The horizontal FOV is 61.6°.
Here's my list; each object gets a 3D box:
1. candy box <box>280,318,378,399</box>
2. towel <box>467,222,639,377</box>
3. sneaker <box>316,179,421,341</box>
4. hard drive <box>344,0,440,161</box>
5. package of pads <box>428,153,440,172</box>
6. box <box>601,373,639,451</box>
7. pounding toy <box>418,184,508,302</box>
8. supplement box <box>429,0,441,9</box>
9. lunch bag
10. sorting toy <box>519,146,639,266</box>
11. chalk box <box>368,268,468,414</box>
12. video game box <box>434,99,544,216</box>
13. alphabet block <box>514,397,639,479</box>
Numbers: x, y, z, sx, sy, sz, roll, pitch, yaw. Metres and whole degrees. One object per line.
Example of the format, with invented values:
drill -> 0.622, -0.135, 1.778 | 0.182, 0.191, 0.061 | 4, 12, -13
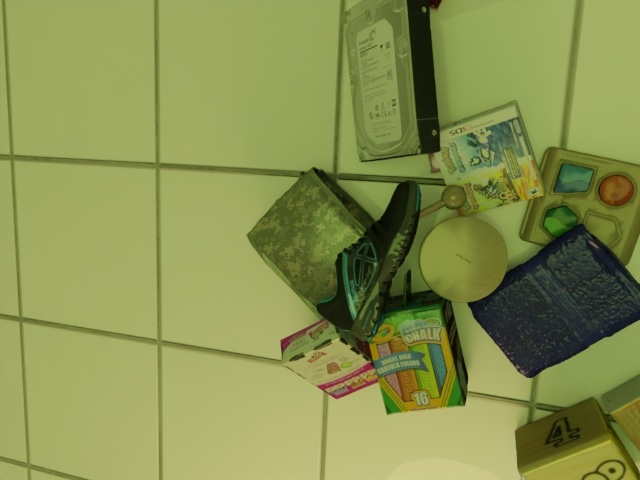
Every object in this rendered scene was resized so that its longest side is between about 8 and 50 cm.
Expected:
candy box -> 0.037, 0.278, 1.263 | 0.159, 0.071, 0.233 | -28, 134, 19
towel -> 0.501, 0.133, 1.148 | 0.308, 0.076, 0.227 | -41, 84, 26
sneaker -> 0.102, 0.029, 1.088 | 0.139, 0.125, 0.341 | 23, 93, 15
hard drive -> 0.143, -0.343, 1.131 | 0.064, 0.237, 0.339 | -9, 98, -26
package of pads -> 0.285, -0.183, 1.203 | 0.083, 0.032, 0.050 | -9, 99, 19
box -> 0.709, 0.351, 1.120 | 0.170, 0.091, 0.130 | -40, 85, 19
pounding toy -> 0.291, 0.015, 1.174 | 0.183, 0.110, 0.237 | -33, 88, 9
supplement box -> 0.203, -0.555, 1.085 | 0.104, 0.188, 0.081 | 25, 98, 13
lunch bag -> 0.000, 0.000, 1.251 | 0.287, 0.169, 0.235 | 46, 107, 2
sorting toy -> 0.551, -0.026, 1.138 | 0.229, 0.041, 0.307 | 16, 103, 15
chalk box -> 0.211, 0.214, 1.213 | 0.179, 0.180, 0.289 | -13, 93, 19
video game box -> 0.349, -0.166, 1.134 | 0.187, 0.048, 0.205 | -15, 112, 31
alphabet block -> 0.550, 0.485, 1.139 | 0.197, 0.193, 0.192 | -31, 90, 19
